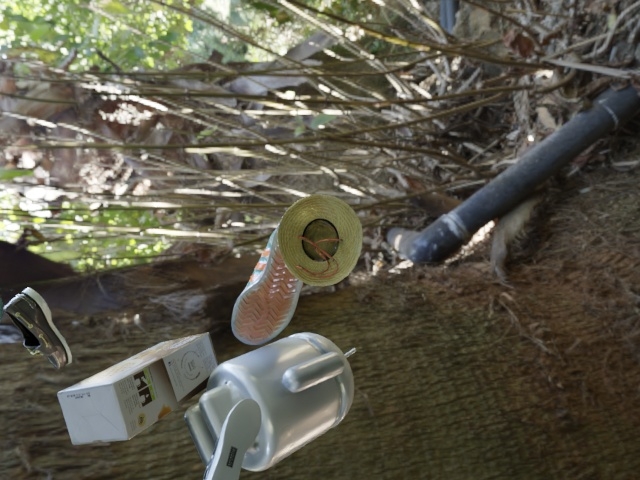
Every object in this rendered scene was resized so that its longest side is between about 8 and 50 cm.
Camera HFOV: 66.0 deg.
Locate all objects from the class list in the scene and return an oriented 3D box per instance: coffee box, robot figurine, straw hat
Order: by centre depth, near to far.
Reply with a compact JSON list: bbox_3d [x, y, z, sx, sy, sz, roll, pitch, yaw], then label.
[{"bbox_3d":[0.000,0.000,0.800,0.061,0.145,0.144,14,-104,-86],"label":"straw hat"},{"bbox_3d":[-0.316,0.262,0.898,0.246,0.141,0.098,-20,-85,-63],"label":"coffee box"},{"bbox_3d":[-0.075,0.299,0.949,0.300,0.354,0.199,-42,70,42],"label":"robot figurine"}]

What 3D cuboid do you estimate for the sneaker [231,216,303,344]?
[{"bbox_3d":[-0.073,0.064,0.941,0.302,0.108,0.121,-61,3,21],"label":"sneaker"}]

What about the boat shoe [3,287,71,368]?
[{"bbox_3d":[-0.620,0.208,1.082,0.068,0.081,0.227,-47,-37,-43],"label":"boat shoe"}]

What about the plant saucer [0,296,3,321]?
[{"bbox_3d":[-0.544,0.100,0.739,0.021,0.119,0.119,-104,17,-73],"label":"plant saucer"}]

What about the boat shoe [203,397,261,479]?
[{"bbox_3d":[-0.119,0.272,0.641,0.040,0.049,0.142,-42,19,39],"label":"boat shoe"}]
